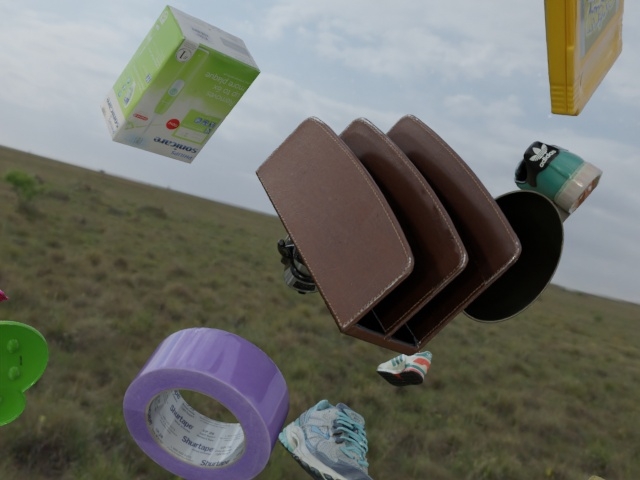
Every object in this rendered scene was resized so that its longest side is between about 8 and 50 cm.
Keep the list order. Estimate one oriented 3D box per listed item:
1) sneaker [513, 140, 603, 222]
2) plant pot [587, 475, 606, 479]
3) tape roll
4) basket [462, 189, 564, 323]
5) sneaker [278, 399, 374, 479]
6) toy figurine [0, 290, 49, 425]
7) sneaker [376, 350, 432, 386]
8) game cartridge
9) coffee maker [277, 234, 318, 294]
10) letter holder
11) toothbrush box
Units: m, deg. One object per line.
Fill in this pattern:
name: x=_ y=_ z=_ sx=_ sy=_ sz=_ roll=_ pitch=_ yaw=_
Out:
sneaker: x=0.399 y=-0.103 z=1.225 sx=0.121 sy=0.108 sz=0.302 roll=42 pitch=2 yaw=16
plant pot: x=0.200 y=0.225 z=0.487 sx=0.082 sy=0.081 sz=0.083 roll=18 pitch=13 yaw=39
tape roll: x=-0.139 y=0.205 z=0.876 sx=0.189 sy=0.189 sz=0.080 roll=15 pitch=32 yaw=7
basket: x=0.215 y=0.018 z=1.069 sx=0.154 sy=0.204 sz=0.227 roll=47 pitch=-14 yaw=-15
sneaker: x=0.021 y=0.313 z=1.110 sx=0.110 sy=0.122 sz=0.283 roll=46 pitch=-13 yaw=-16
toy figurine: x=-0.451 y=0.136 z=0.965 sx=0.130 sy=0.173 sz=0.159 roll=-9 pitch=35 yaw=-30
sneaker: x=0.189 y=0.275 z=1.571 sx=0.057 sy=0.075 sz=0.161 roll=44 pitch=-27 yaw=-13
game cartridge: x=0.437 y=-0.398 z=1.160 sx=0.053 sy=0.285 sz=0.323 roll=11 pitch=-47 yaw=35
coffee maker: x=0.000 y=0.000 z=1.317 sx=0.120 sy=0.171 sz=0.178 roll=35 pitch=-20 yaw=0
letter holder: x=0.082 y=-0.043 z=0.920 sx=0.152 sy=0.214 sz=0.301 roll=26 pitch=26 yaw=-45
toothbrush box: x=-0.300 y=-0.323 z=1.522 sx=0.206 sy=0.283 sz=0.122 roll=14 pitch=40 yaw=-46
